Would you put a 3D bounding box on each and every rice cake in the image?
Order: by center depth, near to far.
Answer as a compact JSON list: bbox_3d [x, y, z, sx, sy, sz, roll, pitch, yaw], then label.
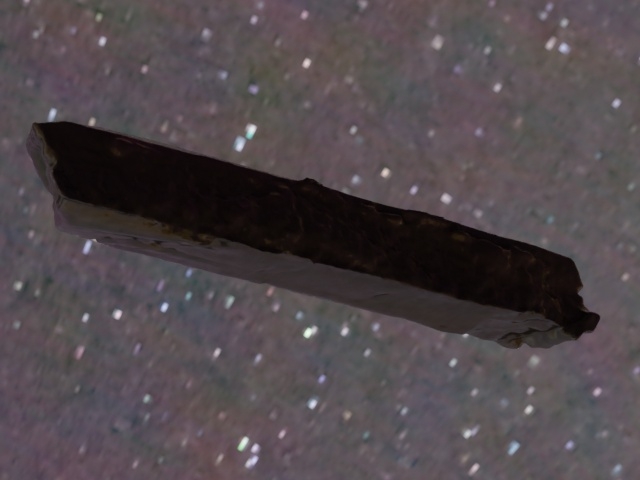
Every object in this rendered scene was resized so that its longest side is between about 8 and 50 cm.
[{"bbox_3d":[0.000,0.001,0.722,0.270,0.055,0.049,14,-117,-24],"label":"rice cake"}]
